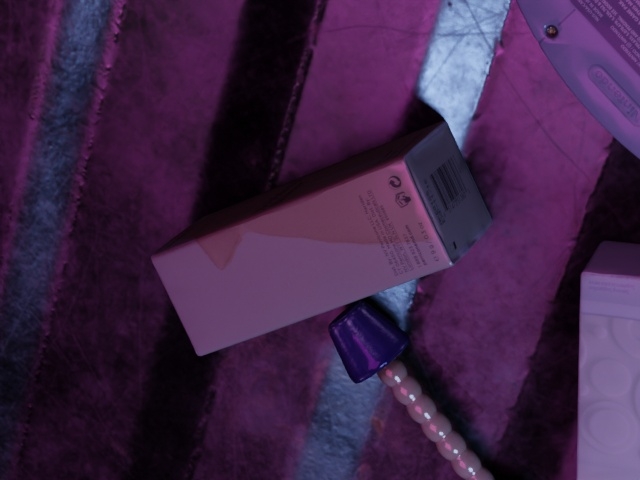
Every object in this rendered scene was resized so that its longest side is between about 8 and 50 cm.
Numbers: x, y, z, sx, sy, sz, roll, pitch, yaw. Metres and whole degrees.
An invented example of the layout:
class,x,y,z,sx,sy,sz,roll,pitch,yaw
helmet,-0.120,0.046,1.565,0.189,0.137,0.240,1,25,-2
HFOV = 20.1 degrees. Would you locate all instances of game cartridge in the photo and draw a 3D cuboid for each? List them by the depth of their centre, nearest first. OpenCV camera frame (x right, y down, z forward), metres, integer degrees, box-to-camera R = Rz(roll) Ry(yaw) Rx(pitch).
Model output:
class,x,y,z,sx,sy,sz,roll,pitch,yaw
game cartridge,0.329,-0.184,1.688,0.297,0.062,0.198,47,123,-1

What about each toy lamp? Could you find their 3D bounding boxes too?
class,x,y,z,sx,sy,sz,roll,pitch,yaw
toy lamp,0.109,0.184,1.905,0.080,0.080,0.275,-35,93,29

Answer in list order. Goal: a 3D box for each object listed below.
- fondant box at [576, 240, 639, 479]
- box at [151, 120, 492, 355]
class,x,y,z,sx,sy,sz,roll,pitch,yaw
fondant box,0.380,0.178,1.783,0.238,0.096,0.330,6,113,20
box,0.000,0.000,1.840,0.311,0.148,0.121,-21,100,26
